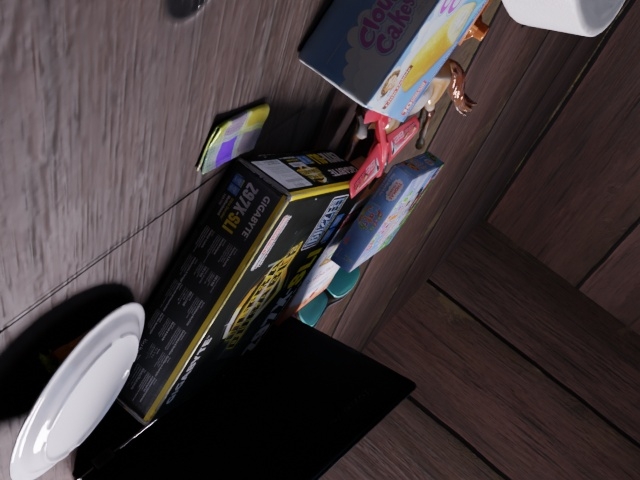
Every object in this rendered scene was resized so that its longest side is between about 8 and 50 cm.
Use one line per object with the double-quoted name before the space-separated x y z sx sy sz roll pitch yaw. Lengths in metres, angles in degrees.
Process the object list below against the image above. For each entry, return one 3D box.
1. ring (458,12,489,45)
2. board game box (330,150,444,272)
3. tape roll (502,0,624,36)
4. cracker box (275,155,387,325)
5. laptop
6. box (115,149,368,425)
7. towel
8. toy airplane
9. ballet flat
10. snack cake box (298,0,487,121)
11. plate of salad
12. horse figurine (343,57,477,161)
"ring" 0.269 -0.382 0.967 0.336 0.032 0.336 -56 177 -4
"board game box" 0.101 -0.046 1.141 0.160 0.039 0.211 -56 169 21
"tape roll" 0.249 -0.374 0.673 0.392 0.072 0.392 -42 142 -44
"cracker box" 0.000 0.000 1.156 0.155 0.067 0.232 -34 158 -55
"laptop" -0.120 0.310 1.132 0.382 0.236 0.408 -36 162 -27
"box" -0.091 0.043 0.944 0.322 0.079 0.257 -56 168 19
"towel" -0.080 -0.096 0.742 0.083 0.009 0.060 -35 160 -52
"toy airplane" 0.071 -0.119 0.934 0.151 0.028 0.151 -49 159 -25
"ballet flat" -0.007 0.091 1.326 0.203 0.074 0.074 -44 166 -49
"snack cake box" 0.106 -0.254 0.773 0.264 0.089 0.152 -55 168 14
"plate of salad" -0.239 0.142 0.769 0.200 0.048 0.200 -59 173 -13
"horse figurine" 0.115 -0.177 1.049 0.263 0.066 0.174 -34 152 -31
